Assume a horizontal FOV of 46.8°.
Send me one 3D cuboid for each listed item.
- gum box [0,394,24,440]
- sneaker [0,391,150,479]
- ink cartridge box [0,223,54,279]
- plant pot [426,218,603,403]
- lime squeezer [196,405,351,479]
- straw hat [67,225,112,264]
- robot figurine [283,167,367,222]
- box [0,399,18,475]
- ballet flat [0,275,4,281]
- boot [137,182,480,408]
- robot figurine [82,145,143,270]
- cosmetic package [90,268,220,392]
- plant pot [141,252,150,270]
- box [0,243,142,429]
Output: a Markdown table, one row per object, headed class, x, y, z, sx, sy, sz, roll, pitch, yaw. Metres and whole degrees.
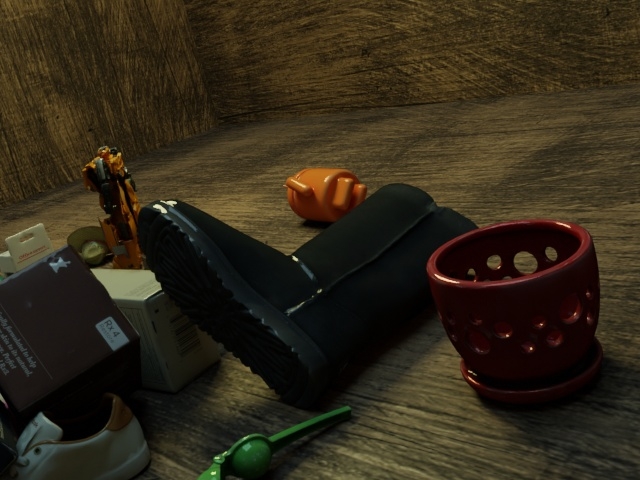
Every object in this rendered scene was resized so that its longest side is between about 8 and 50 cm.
| class | x | y | z | sx | sy | sz | roll | pitch | yaw |
| --- | --- | --- | --- | --- | --- | --- | --- | --- | --- |
| gum box | -0.447 | 0.233 | 1.150 | 0.107 | 0.062 | 0.188 | -25 | 20 | -29 |
| sneaker | -0.353 | 0.272 | 0.868 | 0.290 | 0.123 | 0.106 | -27 | 23 | -30 |
| ink cartridge box | -0.636 | 0.062 | 1.627 | 0.060 | 0.180 | 0.104 | -1 | 21 | 36 |
| plant pot | 0.234 | 0.086 | 0.880 | 0.191 | 0.174 | 0.191 | -12 | 18 | 4 |
| lime squeezer | -0.070 | 0.254 | 0.804 | 0.110 | 0.058 | 0.310 | -6 | 19 | 26 |
| straw hat | -0.571 | 0.027 | 1.870 | 0.145 | 0.144 | 0.061 | -11 | 56 | 10 |
| robot figurine | 0.008 | -0.107 | 1.723 | 0.158 | 0.128 | 0.219 | -27 | 22 | -35 |
| box | -0.526 | 0.174 | 0.821 | 0.179 | 0.312 | 0.343 | -47 | 16 | -20 |
| ballet flat | -0.747 | 0.130 | 1.722 | 0.073 | 0.080 | 0.232 | -52 | 28 | -16 |
| boot | 0.001 | 0.002 | 1.135 | 0.445 | 0.367 | 0.146 | -35 | -17 | -40 |
| robot figurine | -0.483 | -0.079 | 1.756 | 0.085 | 0.290 | 0.211 | -14 | 17 | 2 |
| cosmetic package | -0.324 | 0.137 | 1.195 | 0.310 | 0.160 | 0.113 | 1 | 22 | 38 |
| plant pot | -0.224 | 0.080 | 1.278 | 0.167 | 0.165 | 0.167 | -13 | 19 | 4 |
| box | -0.354 | 0.149 | 0.991 | 0.167 | 0.168 | 0.203 | -33 | -19 | -26 |
